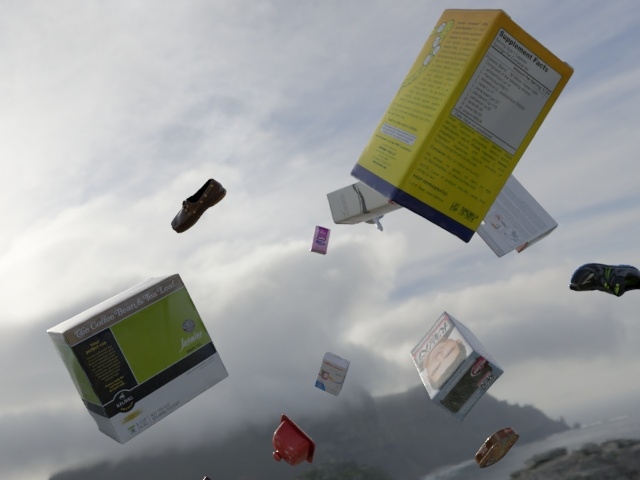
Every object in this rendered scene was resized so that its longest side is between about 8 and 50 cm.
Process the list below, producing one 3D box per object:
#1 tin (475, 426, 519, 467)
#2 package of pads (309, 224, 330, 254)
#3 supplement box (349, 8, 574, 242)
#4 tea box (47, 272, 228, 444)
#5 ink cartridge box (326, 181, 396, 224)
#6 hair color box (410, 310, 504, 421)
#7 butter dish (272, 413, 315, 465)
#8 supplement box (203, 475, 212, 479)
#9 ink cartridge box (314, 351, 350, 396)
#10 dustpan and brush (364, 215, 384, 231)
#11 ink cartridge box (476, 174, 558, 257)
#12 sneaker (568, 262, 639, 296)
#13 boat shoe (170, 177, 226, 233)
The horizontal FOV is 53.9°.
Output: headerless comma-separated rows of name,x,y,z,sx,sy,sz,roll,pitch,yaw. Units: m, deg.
tin,0.560,0.657,2.002,0.106,0.040,0.190,-3,-47,-26
package of pads,0.000,0.000,1.887,0.050,0.083,0.032,16,-23,-10
supplement box,0.247,-0.212,1.148,0.194,0.195,0.357,26,-81,-27
tea box,-0.485,0.302,1.681,0.329,0.324,0.220,-28,10,-33
ink cartridge box,0.149,-0.118,1.733,0.217,0.092,0.158,-21,-9,25
hair color box,0.394,0.361,1.882,0.185,0.113,0.374,-52,8,7
butter dish,-0.108,0.690,2.106,0.118,0.160,0.160,-34,-31,-33
supplement box,-0.356,0.976,2.257,0.130,0.239,0.073,-48,-11,-50
ink cartridge box,0.040,0.452,2.137,0.088,0.122,0.052,21,23,14
dustpan and brush,0.193,-0.093,2.382,0.147,0.211,0.060,10,-48,-26
ink cartridge box,0.478,-0.093,1.771,0.261,0.296,0.066,-24,-24,-29
sneaker,0.694,0.096,1.521,0.188,0.078,0.067,-2,-65,-4
boat shoe,-0.383,-0.109,1.910,0.207,0.073,0.073,-43,-42,4
